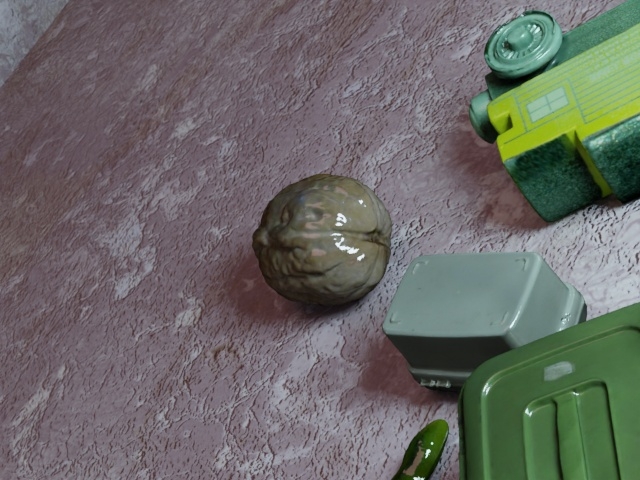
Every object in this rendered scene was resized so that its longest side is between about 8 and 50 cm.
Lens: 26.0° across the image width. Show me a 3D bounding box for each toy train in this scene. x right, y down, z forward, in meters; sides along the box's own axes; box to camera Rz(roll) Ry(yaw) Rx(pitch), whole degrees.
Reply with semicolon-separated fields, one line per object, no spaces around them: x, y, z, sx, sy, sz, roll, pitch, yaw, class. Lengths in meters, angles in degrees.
0.394;-0.201;1.700;0.442;0.179;0.272;-27;43;17;toy train

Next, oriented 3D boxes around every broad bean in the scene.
0.098;0.298;1.546;0.069;0.039;0.226;-19;40;39;broad bean

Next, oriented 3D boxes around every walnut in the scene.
-0.002;0.000;1.863;0.230;0.178;0.178;-12;43;50;walnut

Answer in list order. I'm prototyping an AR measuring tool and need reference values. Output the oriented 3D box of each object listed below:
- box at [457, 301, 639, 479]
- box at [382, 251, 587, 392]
0.278;0.243;1.315;0.253;0.178;0.328;-25;39;25;box
0.188;0.096;1.598;0.210;0.129;0.148;-2;51;42;box
